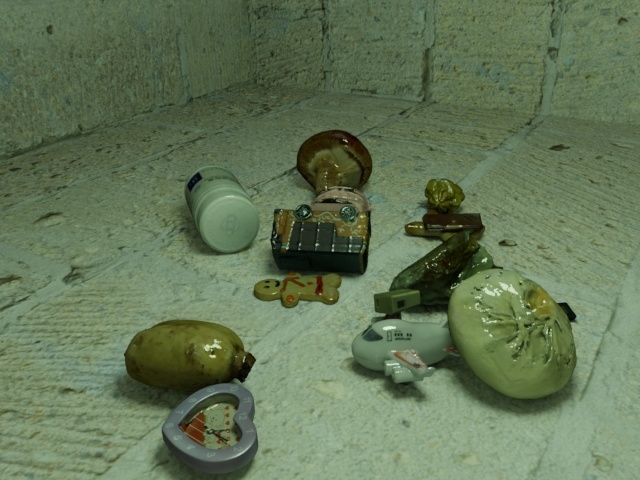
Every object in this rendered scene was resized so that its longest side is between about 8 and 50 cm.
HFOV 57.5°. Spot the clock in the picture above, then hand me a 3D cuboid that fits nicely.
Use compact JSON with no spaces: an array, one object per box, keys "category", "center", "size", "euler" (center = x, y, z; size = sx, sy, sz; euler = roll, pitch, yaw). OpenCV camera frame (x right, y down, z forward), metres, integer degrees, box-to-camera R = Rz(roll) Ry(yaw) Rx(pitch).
[{"category":"clock","center":[-0.203,0.354,1.075],"size":[0.172,0.064,0.198],"euler":[-6,27,-9]}]

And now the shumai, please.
[{"category":"shumai","center":[0.321,0.114,1.464],"size":[0.272,0.204,0.222],"euler":[-33,-6,19]}]

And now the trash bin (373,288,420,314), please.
[{"category":"trash bin","center":[0.174,0.135,1.316],"size":[0.092,0.043,0.061],"euler":[-10,7,-37]}]

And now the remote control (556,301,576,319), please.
[{"category":"remote control","center":[0.492,0.181,1.414],"size":[0.245,0.025,0.063],"euler":[-3,28,-3]}]

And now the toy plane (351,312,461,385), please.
[{"category":"toy plane","center":[0.191,0.218,1.264],"size":[0.252,0.118,0.252],"euler":[-4,25,2]}]

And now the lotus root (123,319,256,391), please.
[{"category":"lotus root","center":[-0.271,0.240,1.216],"size":[0.284,0.146,0.160],"euler":[6,28,15]}]

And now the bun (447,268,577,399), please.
[{"category":"bun","center":[0.406,0.177,1.187],"size":[0.287,0.146,0.287],"euler":[13,53,-18]}]

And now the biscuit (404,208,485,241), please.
[{"category":"biscuit","center":[0.388,-0.034,1.827],"size":[0.208,0.047,0.164],"euler":[21,33,38]}]

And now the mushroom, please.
[{"category":"mushroom","center":[0.058,-0.272,2.113],"size":[0.267,0.267,0.254],"euler":[-10,28,-16]}]

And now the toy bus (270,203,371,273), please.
[{"category":"toy bus","center":[0.000,0.000,1.646],"size":[0.275,0.138,0.167],"euler":[3,61,9]}]

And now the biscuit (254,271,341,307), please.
[{"category":"biscuit","center":[-0.062,0.128,1.558],"size":[0.234,0.030,0.153],"euler":[1,25,4]}]

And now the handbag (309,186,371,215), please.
[{"category":"handbag","center":[0.050,-0.068,1.785],"size":[0.205,0.179,0.116],"euler":[2,20,7]}]

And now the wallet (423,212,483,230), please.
[{"category":"wallet","center":[0.408,-0.060,1.797],"size":[0.176,0.026,0.095],"euler":[1,30,7]}]

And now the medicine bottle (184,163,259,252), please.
[{"category":"medicine bottle","center":[-0.320,-0.108,1.869],"size":[0.189,0.190,0.332],"euler":[-11,28,-17]}]

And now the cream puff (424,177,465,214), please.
[{"category":"cream puff","center":[0.410,-0.139,1.969],"size":[0.146,0.146,0.116],"euler":[17,72,33]}]
